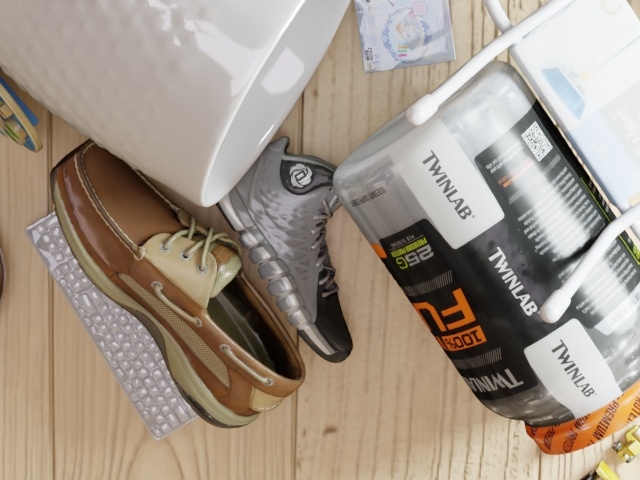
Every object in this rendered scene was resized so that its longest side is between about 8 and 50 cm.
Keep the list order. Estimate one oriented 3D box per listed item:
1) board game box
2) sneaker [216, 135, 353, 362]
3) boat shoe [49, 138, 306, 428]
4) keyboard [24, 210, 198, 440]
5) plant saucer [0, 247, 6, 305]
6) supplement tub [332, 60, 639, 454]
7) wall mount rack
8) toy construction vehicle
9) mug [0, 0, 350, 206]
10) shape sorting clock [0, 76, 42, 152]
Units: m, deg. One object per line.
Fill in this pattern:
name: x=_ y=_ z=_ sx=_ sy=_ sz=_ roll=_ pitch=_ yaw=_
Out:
board game box: x=0.081 y=-0.212 z=1.727 sx=0.090 sy=0.020 sz=0.090 roll=-7 pitch=101 yaw=5
sneaker: x=0.000 y=0.000 z=1.745 sx=0.132 sy=0.086 sz=0.229 roll=-32 pitch=97 yaw=6
boat shoe: x=-0.125 y=0.031 z=1.726 sx=0.120 sy=0.122 sz=0.324 roll=-25 pitch=110 yaw=36
keyboard: x=-0.202 y=0.079 z=1.807 sx=0.072 sy=0.014 sz=0.256 roll=-29 pitch=99 yaw=9
plant saucer: x=-0.397 y=0.030 z=1.800 sx=0.168 sy=0.029 sz=0.168 roll=0 pitch=101 yaw=2
supplement tub: x=0.182 y=0.020 z=1.676 sx=0.207 sy=0.207 sz=0.338 roll=-34 pitch=98 yaw=9
wall mount rack: x=0.235 y=-0.105 z=1.555 sx=0.304 sy=0.130 sz=0.350 roll=-36 pitch=97 yaw=-10
toy construction vehicle: x=0.281 y=0.212 z=1.797 sx=0.098 sy=0.035 sz=0.086 roll=-38 pitch=97 yaw=10
mug: x=-0.145 y=-0.270 z=1.610 sx=0.328 sy=0.276 sz=0.374 roll=32 pitch=90 yaw=5
shape sorting clock: x=-0.334 y=-0.159 z=1.671 sx=0.040 sy=0.206 sz=0.206 roll=-42 pitch=97 yaw=-7
